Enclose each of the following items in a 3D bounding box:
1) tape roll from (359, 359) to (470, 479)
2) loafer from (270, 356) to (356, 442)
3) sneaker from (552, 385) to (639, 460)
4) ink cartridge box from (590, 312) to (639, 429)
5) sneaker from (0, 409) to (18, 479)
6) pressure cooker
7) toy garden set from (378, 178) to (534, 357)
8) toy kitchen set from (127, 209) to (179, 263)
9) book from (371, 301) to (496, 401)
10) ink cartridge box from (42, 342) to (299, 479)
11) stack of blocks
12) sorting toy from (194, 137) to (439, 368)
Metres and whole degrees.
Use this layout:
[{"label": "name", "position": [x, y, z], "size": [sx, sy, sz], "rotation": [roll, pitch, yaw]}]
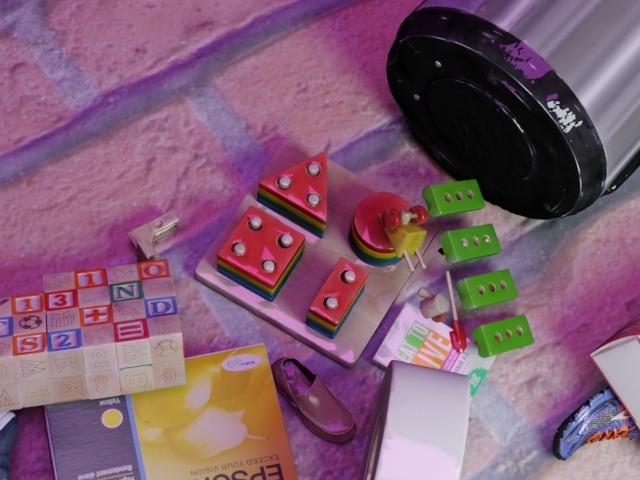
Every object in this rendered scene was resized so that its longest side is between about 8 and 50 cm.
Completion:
[{"label": "tape roll", "position": [0.105, 0.293, 1.834], "size": [0.100, 0.286, 0.286], "rotation": [11, 65, 0]}, {"label": "loafer", "position": [-0.012, 0.211, 1.985], "size": [0.148, 0.050, 0.056], "rotation": [40, 68, 12]}, {"label": "sneaker", "position": [0.407, 0.235, 2.000], "size": [0.221, 0.083, 0.087], "rotation": [-30, 75, -16]}, {"label": "ink cartridge box", "position": [0.529, 0.150, 1.978], "size": [0.283, 0.117, 0.207], "rotation": [-34, 88, -31]}, {"label": "sneaker", "position": [-0.411, 0.357, 1.854], "size": [0.153, 0.099, 0.282], "rotation": [26, 64, 2]}, {"label": "pressure cooker", "position": [0.348, -0.283, 2.069], "size": [0.370, 0.375, 0.420], "rotation": [37, 68, 14]}, {"label": "toy garden set", "position": [0.176, 0.046, 2.016], "size": [0.204, 0.049, 0.244], "rotation": [-10, 78, -48]}, {"label": "toy kitchen set", "position": [-0.215, 0.006, 2.048], "size": [0.075, 0.068, 0.083], "rotation": [-29, 72, -17]}, {"label": "book", "position": [0.155, 0.163, 2.036], "size": [0.144, 0.035, 0.096], "rotation": [30, 69, 6]}, {"label": "ink cartridge box", "position": [-0.185, 0.299, 1.897], "size": [0.303, 0.072, 0.307], "rotation": [-10, 56, -11]}, {"label": "stack of blocks", "position": [-0.331, 0.124, 1.932], "size": [0.297, 0.087, 0.171], "rotation": [-8, 35, -9]}, {"label": "sorting toy", "position": [0.000, 0.000, 2.061], "size": [0.257, 0.089, 0.255], "rotation": [30, 66, 8]}]
